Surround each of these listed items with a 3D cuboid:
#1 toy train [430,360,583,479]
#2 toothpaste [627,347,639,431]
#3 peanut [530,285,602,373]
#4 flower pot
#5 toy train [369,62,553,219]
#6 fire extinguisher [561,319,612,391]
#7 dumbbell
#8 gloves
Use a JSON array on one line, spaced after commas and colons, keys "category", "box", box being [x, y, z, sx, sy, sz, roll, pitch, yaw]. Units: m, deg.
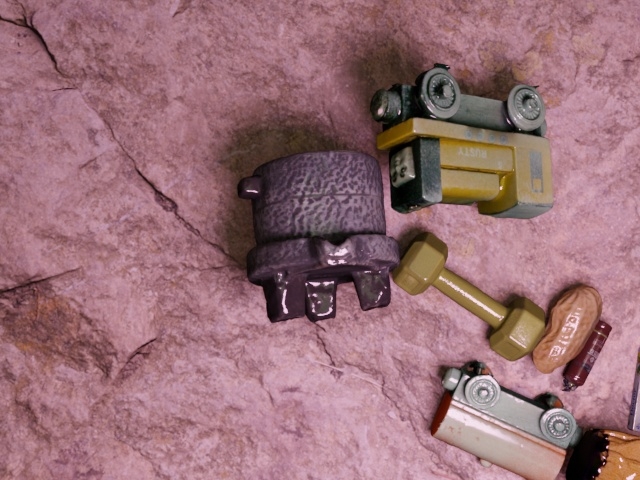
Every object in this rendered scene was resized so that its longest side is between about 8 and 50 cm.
[{"category": "toy train", "box": [0.346, 0.349, 1.426, 0.285, 0.116, 0.177, 24, 96, -1]}, {"category": "toothpaste", "box": [0.640, 0.293, 1.476, 0.046, 0.034, 0.164, 11, 84, 2]}, {"category": "peanut", "box": [0.474, 0.170, 1.452, 0.083, 0.093, 0.194, 30, 79, 38]}, {"category": "flower pot", "box": [0.000, 0.000, 1.343, 0.298, 0.299, 0.283, -4, 81, -3]}, {"category": "toy train", "box": [0.270, -0.172, 1.400, 0.396, 0.160, 0.254, 3, 82, -29]}, {"category": "fire extinguisher", "box": [0.516, 0.231, 1.472, 0.064, 0.043, 0.158, 35, 82, -42]}, {"category": "dumbbell", "box": [0.285, 0.108, 1.440, 0.301, 0.121, 0.108, 34, 55, 0]}, {"category": "gloves", "box": [0.614, 0.454, 1.377, 0.356, 0.155, 0.203, 16, 106, -22]}]
